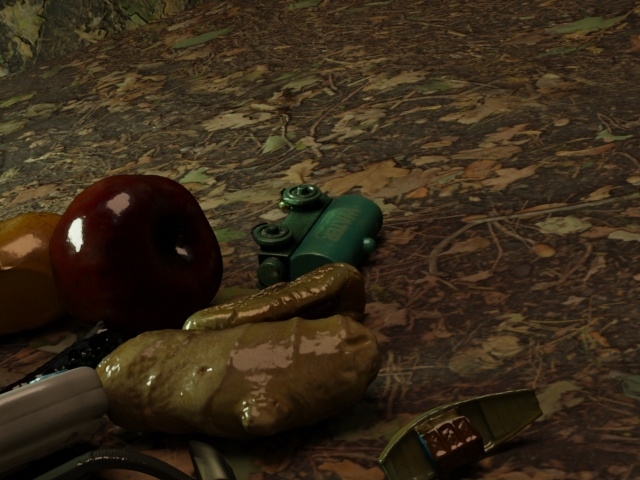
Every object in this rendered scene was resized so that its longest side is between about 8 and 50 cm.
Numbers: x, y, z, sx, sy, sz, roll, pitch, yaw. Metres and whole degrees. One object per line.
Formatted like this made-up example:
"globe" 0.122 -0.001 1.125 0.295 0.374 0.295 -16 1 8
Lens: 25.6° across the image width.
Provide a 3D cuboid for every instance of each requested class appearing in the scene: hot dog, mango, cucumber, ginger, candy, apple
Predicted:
"hot dog" -0.051 0.100 1.745 0.242 0.084 0.073 -18 20 -15
"mango" -0.457 0.057 2.034 0.290 0.160 0.191 -23 27 3
"cucumber" -0.337 0.182 1.754 0.067 0.067 0.245 3 29 39
"ginger" -0.101 0.158 1.581 0.354 0.126 0.190 -7 32 25
"candy" -0.030 -0.066 2.257 0.083 0.025 0.023 -16 47 -32
"apple" -0.253 0.019 1.887 0.234 0.234 0.234 -12 21 5

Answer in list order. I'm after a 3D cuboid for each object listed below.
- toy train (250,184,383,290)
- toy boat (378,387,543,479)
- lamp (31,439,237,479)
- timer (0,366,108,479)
"toy train" 0.000 0.000 1.968 0.159 0.101 0.248 7 27 15
"toy boat" 0.138 0.194 1.403 0.172 0.065 0.066 -24 9 -11
"lamp" -0.218 0.252 1.416 0.283 0.125 0.203 -13 11 -4
"timer" -0.352 0.216 1.536 0.237 0.087 0.262 -23 -4 -19
